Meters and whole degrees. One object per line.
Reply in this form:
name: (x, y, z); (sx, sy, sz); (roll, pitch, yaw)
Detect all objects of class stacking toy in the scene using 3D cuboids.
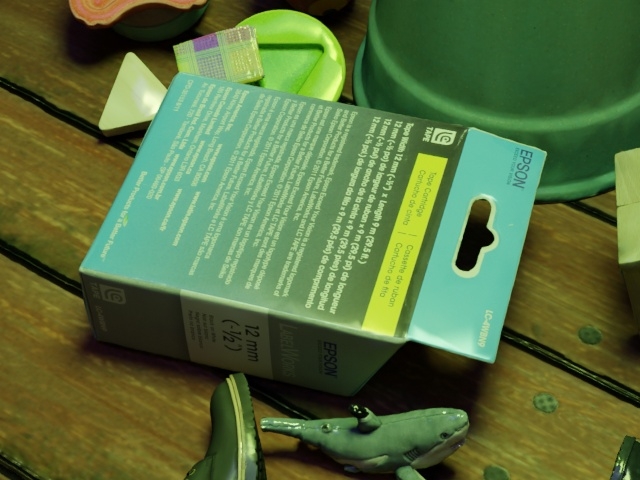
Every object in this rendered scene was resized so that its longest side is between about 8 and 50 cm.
stacking toy: (-0.098, -0.221, 1.399); (0.309, 0.130, 0.279); (-2, 75, 4)

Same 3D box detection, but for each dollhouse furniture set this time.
dollhouse furniture set: (0.349, -0.001, 1.115); (0.183, 0.129, 0.129); (-8, 47, 18)

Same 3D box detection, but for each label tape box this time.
label tape box: (0.000, 0.000, 1.171); (0.347, 0.115, 0.249); (13, 51, 9)

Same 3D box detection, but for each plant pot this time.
plant pot: (0.196, -0.271, 1.250); (0.341, 0.334, 0.341); (-1, 49, 2)

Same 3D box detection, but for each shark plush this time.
shark plush: (0.036, 0.146, 1.070); (0.161, 0.067, 0.073); (14, 51, 13)

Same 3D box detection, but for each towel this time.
towel: (-0.098, -0.175, 1.314); (0.083, 0.009, 0.060); (-15, 76, 1)

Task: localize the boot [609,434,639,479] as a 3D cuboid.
boot: (0.263, 0.215, 1.020); (0.099, 0.045, 0.121); (14, 56, 15)

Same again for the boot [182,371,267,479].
boot: (-0.109, 0.197, 1.032); (0.137, 0.077, 0.198); (-8, 48, 1)
